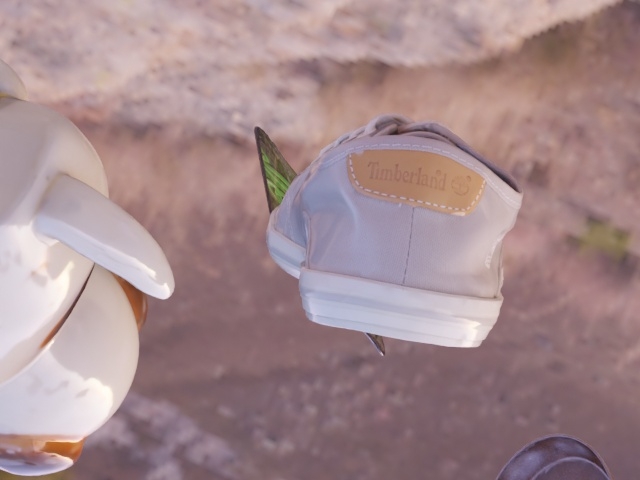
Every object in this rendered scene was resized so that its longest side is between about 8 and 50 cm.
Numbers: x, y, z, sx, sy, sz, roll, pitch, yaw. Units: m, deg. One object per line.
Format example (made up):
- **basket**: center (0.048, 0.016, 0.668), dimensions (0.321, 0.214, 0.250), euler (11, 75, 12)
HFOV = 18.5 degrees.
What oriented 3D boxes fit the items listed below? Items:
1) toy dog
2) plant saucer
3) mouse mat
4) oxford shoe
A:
- **toy dog**: center (-0.281, 0.022, 1.708), dimensions (0.395, 0.285, 0.408), euler (5, 149, 13)
- **plant saucer**: center (0.193, 0.244, 1.619), dimensions (0.029, 0.168, 0.168), euler (20, 173, -34)
- **mouse mat**: center (0.000, 0.000, 1.715), dimensions (0.190, 0.007, 0.153), euler (50, -164, -34)
- **oxford shoe**: center (0.052, -0.020, 1.320), dimensions (0.169, 0.130, 0.449), euler (8, -176, -2)
